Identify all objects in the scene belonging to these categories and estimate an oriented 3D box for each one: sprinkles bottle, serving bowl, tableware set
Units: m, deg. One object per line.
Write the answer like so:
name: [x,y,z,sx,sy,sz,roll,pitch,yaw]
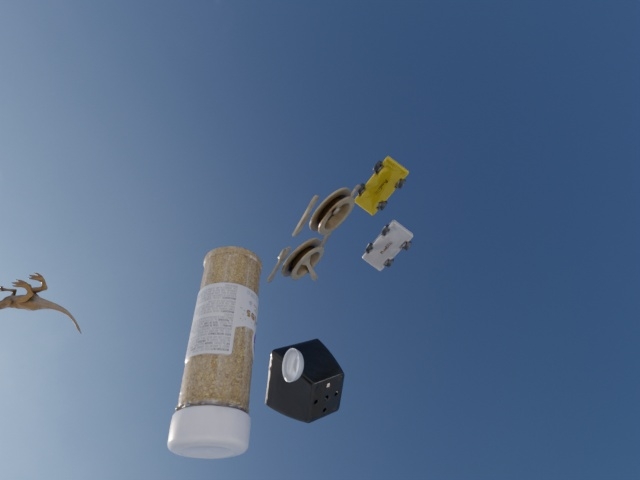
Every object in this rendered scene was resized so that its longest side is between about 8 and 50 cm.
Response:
sprinkles bottle: [-0.174,0.179,0.714,0.121,0.356,0.121,-1,-39,-1]
serving bowl: [-0.066,0.322,1.038,0.027,0.083,0.083,18,-80,-32]
tableware set: [0.000,0.000,0.647,0.039,0.128,0.194,45,-54,18]

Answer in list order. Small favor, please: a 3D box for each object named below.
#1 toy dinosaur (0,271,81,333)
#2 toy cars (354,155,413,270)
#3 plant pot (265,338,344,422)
toy dinosaur: [-0.643,0.137,0.907,0.211,0.064,0.112,10,-69,-18]
toy cars: [0.207,-0.084,1.271,0.176,0.087,0.394,3,-59,24]
plant pot: [-0.034,0.429,1.206,0.167,0.188,0.188,21,-73,45]
